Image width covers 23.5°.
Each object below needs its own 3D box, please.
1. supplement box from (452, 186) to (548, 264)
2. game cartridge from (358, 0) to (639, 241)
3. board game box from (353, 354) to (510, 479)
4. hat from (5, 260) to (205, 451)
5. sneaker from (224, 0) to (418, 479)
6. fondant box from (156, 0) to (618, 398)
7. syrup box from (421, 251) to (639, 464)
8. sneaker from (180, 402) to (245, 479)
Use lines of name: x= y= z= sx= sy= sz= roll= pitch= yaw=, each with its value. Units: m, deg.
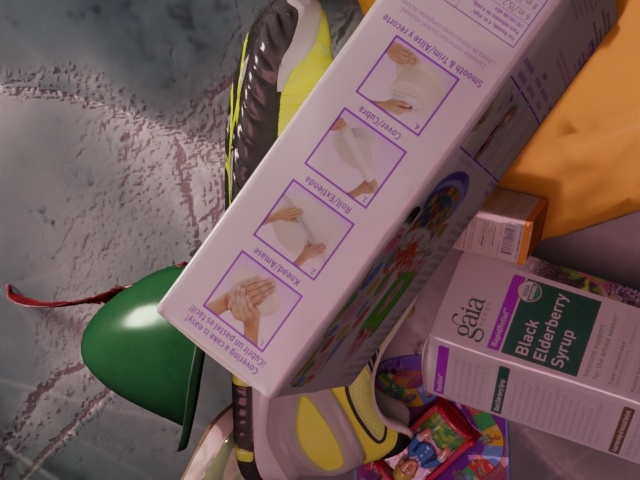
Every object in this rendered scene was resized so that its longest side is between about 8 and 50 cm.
supplement box: x=0.112 y=-0.017 z=1.132 sx=0.098 sy=0.062 sz=0.036 roll=14 pitch=112 yaw=15
game cartridge: x=0.204 y=-0.161 z=1.120 sx=0.324 sy=0.053 sz=0.285 roll=-19 pitch=99 yaw=23
board game box: x=0.086 y=0.179 z=1.256 sx=0.133 sy=0.033 sz=0.168 roll=2 pitch=106 yaw=17
hat: x=-0.181 y=0.070 z=1.215 sx=0.184 sy=0.173 sz=0.208 roll=10 pitch=146 yaw=-3
sneaker: x=0.000 y=0.000 z=1.196 sx=0.147 sy=0.145 sz=0.384 roll=-2 pitch=108 yaw=-4
fondant box: x=0.056 y=-0.058 z=0.989 sx=0.096 sy=0.238 sz=0.330 roll=36 pitch=94 yaw=12
syrup box: x=0.201 y=0.091 z=1.145 sx=0.237 sy=0.093 sz=0.096 roll=19 pitch=151 yaw=11
sneaker: x=-0.084 y=0.238 z=1.306 sx=0.086 sy=0.064 sz=0.192 roll=31 pitch=108 yaw=12
